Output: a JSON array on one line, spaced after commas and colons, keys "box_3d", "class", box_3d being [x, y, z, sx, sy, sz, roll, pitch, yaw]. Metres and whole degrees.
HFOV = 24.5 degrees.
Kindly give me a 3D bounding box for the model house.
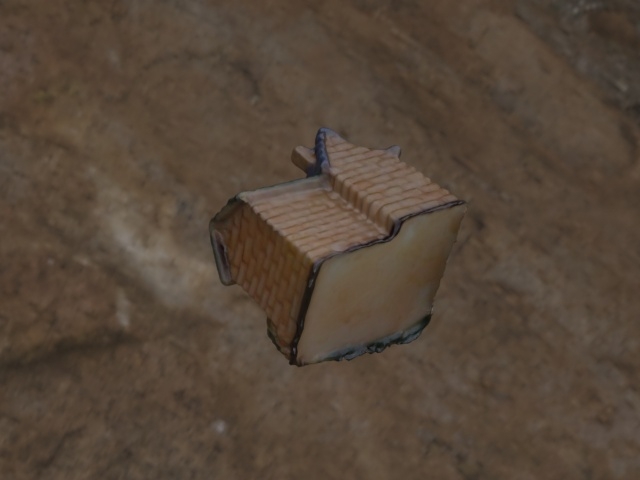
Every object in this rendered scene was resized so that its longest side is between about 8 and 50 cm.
[{"box_3d": [0.000, 0.000, 1.347, 0.183, 0.166, 0.172, -17, 47, -38], "class": "model house"}]
